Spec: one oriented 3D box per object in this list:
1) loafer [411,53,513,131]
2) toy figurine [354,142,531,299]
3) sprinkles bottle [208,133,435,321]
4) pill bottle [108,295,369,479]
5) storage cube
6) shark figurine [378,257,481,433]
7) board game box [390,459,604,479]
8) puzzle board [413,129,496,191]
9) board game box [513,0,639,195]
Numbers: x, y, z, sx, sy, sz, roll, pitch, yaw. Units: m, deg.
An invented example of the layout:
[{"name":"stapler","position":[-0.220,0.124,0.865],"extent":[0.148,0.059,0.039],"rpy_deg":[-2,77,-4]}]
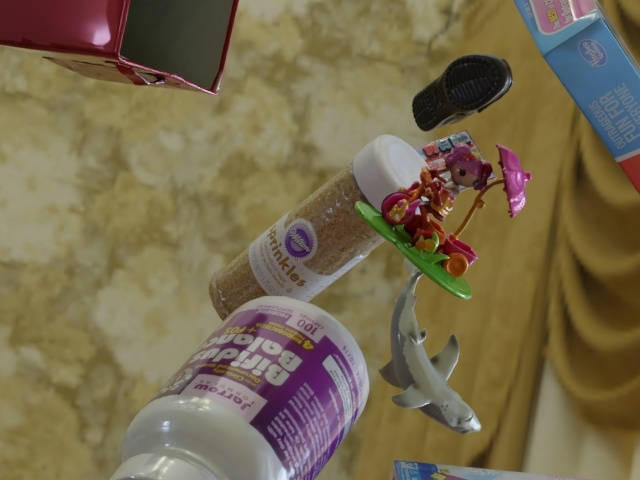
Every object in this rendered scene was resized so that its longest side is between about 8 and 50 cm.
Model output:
[{"name":"loafer","position":[0.217,-0.223,2.376],"extent":[0.078,0.080,0.220],"rpy_deg":[-13,-4,-31]},{"name":"toy figurine","position":[0.152,-0.047,1.802],"extent":[0.173,0.159,0.130],"rpy_deg":[36,14,-19]},{"name":"sprinkles bottle","position":[0.000,0.000,2.243],"extent":[0.121,0.121,0.355],"rpy_deg":[30,-54,-32]},{"name":"pill bottle","position":[-0.083,0.189,1.521],"extent":[0.169,0.301,0.169],"rpy_deg":[12,-59,20]},{"name":"storage cube","position":[-0.216,-0.276,1.750],"extent":[0.193,0.215,0.183],"rpy_deg":[10,-2,32]},{"name":"shark figurine","position":[0.124,0.153,2.339],"extent":[0.166,0.278,0.116],"rpy_deg":[-6,-10,-36]},{"name":"board game box","position":[0.259,0.398,2.097],"extent":[0.318,0.066,0.319],"rpy_deg":[6,20,-6]},{"name":"puzzle board","position":[0.169,-0.102,2.271],"extent":[0.128,0.096,0.011],"rpy_deg":[-20,-36,-13]},{"name":"board game box","position":[0.260,-0.202,1.616],"extent":[0.064,0.316,0.242],"rpy_deg":[-33,-54,13]}]
